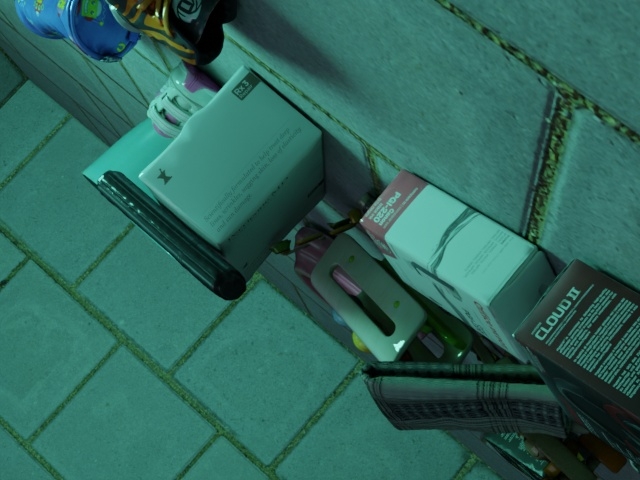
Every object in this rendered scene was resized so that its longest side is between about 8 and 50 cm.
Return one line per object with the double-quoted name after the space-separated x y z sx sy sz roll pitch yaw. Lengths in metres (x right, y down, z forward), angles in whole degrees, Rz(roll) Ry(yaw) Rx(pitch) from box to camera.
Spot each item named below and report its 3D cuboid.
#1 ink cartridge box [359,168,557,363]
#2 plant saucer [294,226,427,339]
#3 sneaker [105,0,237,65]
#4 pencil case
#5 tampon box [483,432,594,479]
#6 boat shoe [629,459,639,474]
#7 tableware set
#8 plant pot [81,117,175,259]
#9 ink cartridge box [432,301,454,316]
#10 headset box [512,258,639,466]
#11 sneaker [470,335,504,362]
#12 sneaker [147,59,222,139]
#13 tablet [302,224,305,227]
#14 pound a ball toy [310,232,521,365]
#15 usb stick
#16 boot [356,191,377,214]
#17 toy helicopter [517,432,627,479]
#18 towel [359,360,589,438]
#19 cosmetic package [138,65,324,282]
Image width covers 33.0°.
0.171 0.030 1.273 0.218 0.092 0.158 32 168 39 "ink cartridge box"
0.067 0.106 2.166 0.332 0.084 0.332 39 172 7 "plant saucer"
-0.194 -0.303 1.187 0.180 0.125 0.321 32 179 30 "sneaker"
-0.374 -0.356 1.682 0.133 0.119 0.306 21 -176 -35 "pencil case"
0.412 0.391 2.019 0.161 0.101 0.120 31 167 50 "tampon box"
0.423 0.264 1.387 0.084 0.079 0.233 43 174 -21 "boat shoe"
-0.004 -0.014 1.696 0.104 0.154 0.024 9 -121 -79 "tableware set"
-0.250 -0.111 1.985 0.293 0.235 0.293 40 172 7 "plant pot"
0.198 0.084 1.585 0.028 0.048 0.083 42 173 -8 "ink cartridge box"
0.339 0.157 1.082 0.293 0.110 0.218 34 170 40 "headset box"
0.282 0.195 1.825 0.083 0.035 0.031 45 172 -24 "sneaker"
-0.216 -0.211 1.728 0.103 0.111 0.252 42 172 -2 "sneaker"
0.000 0.000 2.219 0.083 0.006 0.054 37 171 33 "tablet"
0.138 0.142 1.699 0.208 0.136 0.319 26 -167 -38 "pound a ball toy"
-0.208 -0.009 1.499 0.278 0.045 0.077 38 179 28 "usb stick"
0.089 -0.032 1.508 0.087 0.042 0.118 44 171 -5 "boot"
0.346 0.316 1.851 0.235 0.140 0.355 40 180 -13 "toy helicopter"
0.238 0.241 1.563 0.324 0.056 0.312 -1 157 12 "towel"
-0.116 -0.081 1.605 0.156 0.217 0.385 41 174 6 "cosmetic package"
